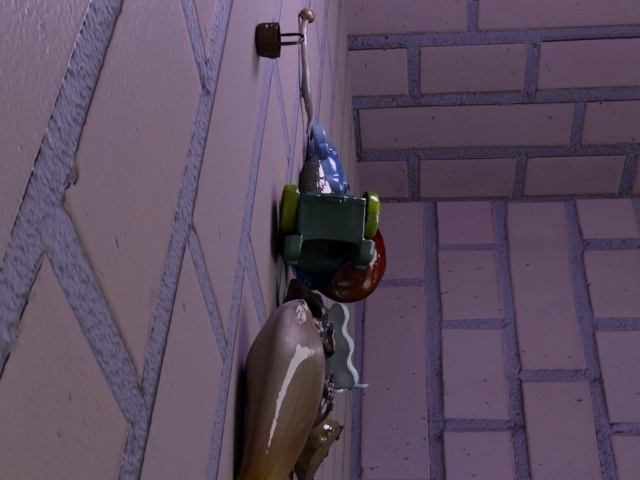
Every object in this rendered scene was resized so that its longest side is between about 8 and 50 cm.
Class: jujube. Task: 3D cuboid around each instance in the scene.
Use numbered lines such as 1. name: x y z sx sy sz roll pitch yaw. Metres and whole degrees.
1. jujube: 0.062 0.020 2.403 0.318 0.223 0.223 -87 175 -66

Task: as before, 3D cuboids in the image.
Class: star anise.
1. star anise: -0.024 0.234 1.921 0.332 0.118 0.331 -6 90 -86

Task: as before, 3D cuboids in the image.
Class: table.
1. table: 0.014 0.244 2.170 0.166 0.167 0.198 40 42 -82

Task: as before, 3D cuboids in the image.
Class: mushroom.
1. mushroom: -0.034 -0.412 2.336 0.068 0.043 0.306 -18 110 -59

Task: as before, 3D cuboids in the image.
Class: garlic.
1. garlic: -0.068 0.255 1.510 0.143 0.112 0.318 40 52 -52

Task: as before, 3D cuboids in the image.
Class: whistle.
1. whistle: 0.006 -0.192 2.409 0.269 0.093 0.180 -107 -167 -45

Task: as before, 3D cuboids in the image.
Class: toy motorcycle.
1. toy motorcycle: 0.000 0.000 1.982 0.326 0.191 0.199 140 -46 -79

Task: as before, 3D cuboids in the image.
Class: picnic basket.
1. picnic basket: -0.070 -0.356 1.702 0.072 0.083 0.072 -2 90 -85

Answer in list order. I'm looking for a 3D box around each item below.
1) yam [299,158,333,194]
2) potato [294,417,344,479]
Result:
1. yam: -0.006 -0.066 2.239 0.106 0.106 0.259 81 12 -55
2. potato: -0.037 0.450 2.058 0.172 0.089 0.101 -61 158 13
